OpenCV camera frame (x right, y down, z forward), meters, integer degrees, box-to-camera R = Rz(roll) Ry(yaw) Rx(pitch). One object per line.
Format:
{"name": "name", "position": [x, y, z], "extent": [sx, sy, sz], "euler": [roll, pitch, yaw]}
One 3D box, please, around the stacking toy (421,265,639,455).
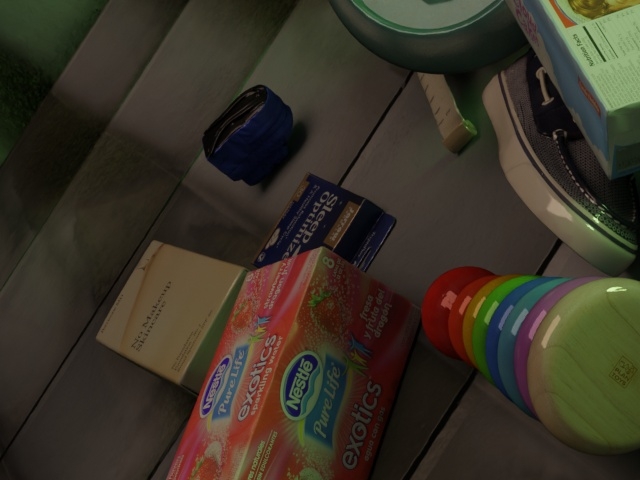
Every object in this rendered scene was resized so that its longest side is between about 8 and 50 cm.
{"name": "stacking toy", "position": [0.182, 0.084, 1.361], "extent": [0.141, 0.141, 0.330], "euler": [-59, 18, -4]}

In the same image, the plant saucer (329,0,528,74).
{"name": "plant saucer", "position": [0.119, -0.326, 1.571], "extent": [0.317, 0.043, 0.318], "euler": [1, 92, 31]}

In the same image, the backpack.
{"name": "backpack", "position": [-0.089, -0.145, 2.125], "extent": [0.120, 0.101, 0.098], "euler": [-46, 28, 13]}

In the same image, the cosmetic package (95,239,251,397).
{"name": "cosmetic package", "position": [-0.149, 0.105, 1.927], "extent": [0.160, 0.113, 0.309], "euler": [-61, 26, -9]}

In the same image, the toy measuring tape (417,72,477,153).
{"name": "toy measuring tape", "position": [0.140, -0.228, 1.852], "extent": [0.121, 0.121, 0.330], "euler": [-42, 51, 29]}

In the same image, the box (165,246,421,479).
{"name": "box", "position": [-0.033, 0.176, 1.595], "extent": [0.154, 0.142, 0.300], "euler": [-19, 44, 54]}

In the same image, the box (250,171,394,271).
{"name": "box", "position": [0.000, 0.000, 1.873], "extent": [0.136, 0.036, 0.225], "euler": [-58, 26, -2]}

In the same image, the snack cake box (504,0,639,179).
{"name": "snack cake box", "position": [0.269, -0.190, 1.384], "extent": [0.152, 0.089, 0.264], "euler": [-19, 49, -3]}

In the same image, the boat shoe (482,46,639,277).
{"name": "boat shoe", "position": [0.251, -0.113, 1.440], "extent": [0.158, 0.127, 0.340], "euler": [-49, 26, 20]}
